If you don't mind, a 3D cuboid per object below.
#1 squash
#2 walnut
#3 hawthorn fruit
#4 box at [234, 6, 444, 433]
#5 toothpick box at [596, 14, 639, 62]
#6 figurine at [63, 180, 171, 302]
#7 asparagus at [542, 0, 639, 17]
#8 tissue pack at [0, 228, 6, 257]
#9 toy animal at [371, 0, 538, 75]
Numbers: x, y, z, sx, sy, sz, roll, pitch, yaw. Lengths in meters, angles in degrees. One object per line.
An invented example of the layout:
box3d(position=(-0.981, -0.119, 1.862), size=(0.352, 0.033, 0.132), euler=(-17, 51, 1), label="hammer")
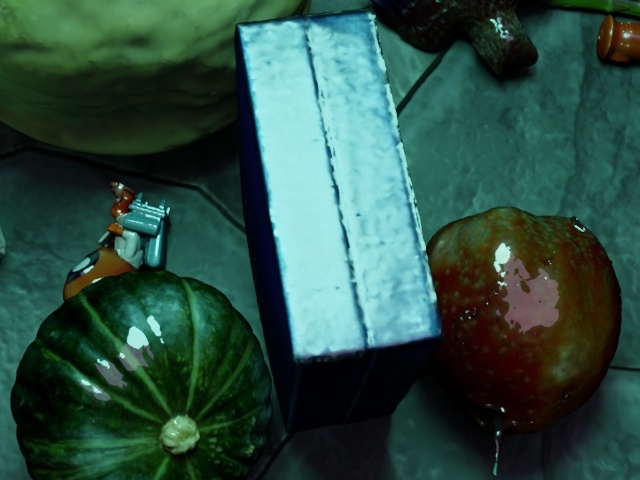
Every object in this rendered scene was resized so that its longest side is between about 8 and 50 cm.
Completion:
box3d(position=(-0.143, 0.131, 0.820), size=(0.218, 0.172, 0.218), euler=(-8, 102, -41), label="squash")
box3d(position=(-0.174, -0.248, 0.865), size=(0.381, 0.381, 0.381), euler=(1, 71, -4), label="walnut")
box3d(position=(0.159, 0.086, 0.870), size=(0.181, 0.181, 0.235), euler=(13, 70, 0), label="hawthorn fruit")
box3d(position=(0.000, 0.000, 0.827), size=(0.116, 0.279, 0.261), euler=(-10, 71, -6), label="box")
box3d(position=(0.328, -0.204, 1.048), size=(0.083, 0.047, 0.047), euler=(7, 70, -1), label="toothpick box")
box3d(position=(-0.182, 0.022, 0.920), size=(0.075, 0.068, 0.140), euler=(21, 76, -1), label="figurine")
box3d(position=(0.331, -0.242, 1.071), size=(0.236, 0.027, 0.034), euler=(13, 75, 0), label="asparagus")
box3d(position=(-0.390, -0.099, 0.872), size=(0.124, 0.201, 0.271), euler=(-28, 75, -6), label="tissue pack")
box3d(position=(0.156, -0.257, 1.012), size=(0.218, 0.116, 0.179), euler=(-23, 72, -1), label="toy animal")
